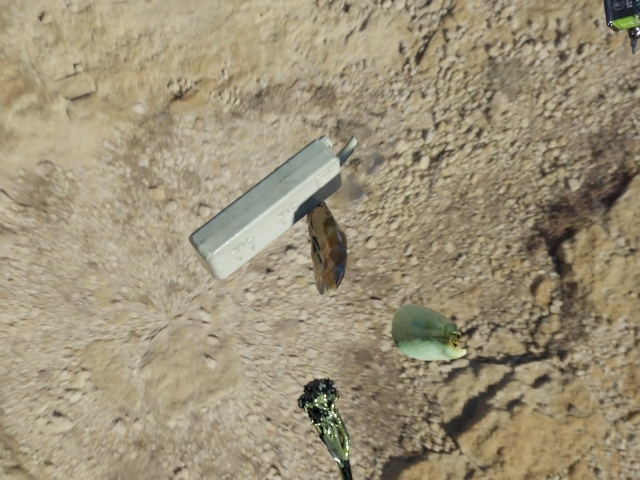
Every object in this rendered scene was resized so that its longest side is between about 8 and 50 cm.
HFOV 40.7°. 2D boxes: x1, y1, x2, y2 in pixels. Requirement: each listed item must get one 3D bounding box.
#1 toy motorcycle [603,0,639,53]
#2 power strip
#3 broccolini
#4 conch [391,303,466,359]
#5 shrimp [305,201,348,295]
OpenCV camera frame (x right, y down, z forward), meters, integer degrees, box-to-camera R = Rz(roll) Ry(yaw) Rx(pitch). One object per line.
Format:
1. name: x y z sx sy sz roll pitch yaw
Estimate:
1. toy motorcycle: 0.383 -0.252 0.968 0.100 0.173 0.058 -7 87 32
2. power strip: -0.054 -0.059 1.219 0.288 0.093 0.053 -38 66 -12
3. broccolini: 0.029 0.315 1.393 0.068 0.091 0.203 -26 98 4
4. conch: 0.172 0.147 1.298 0.105 0.170 0.079 32 81 -25
5. shrimp: 0.000 0.000 1.284 0.042 0.101 0.190 9 42 -25
